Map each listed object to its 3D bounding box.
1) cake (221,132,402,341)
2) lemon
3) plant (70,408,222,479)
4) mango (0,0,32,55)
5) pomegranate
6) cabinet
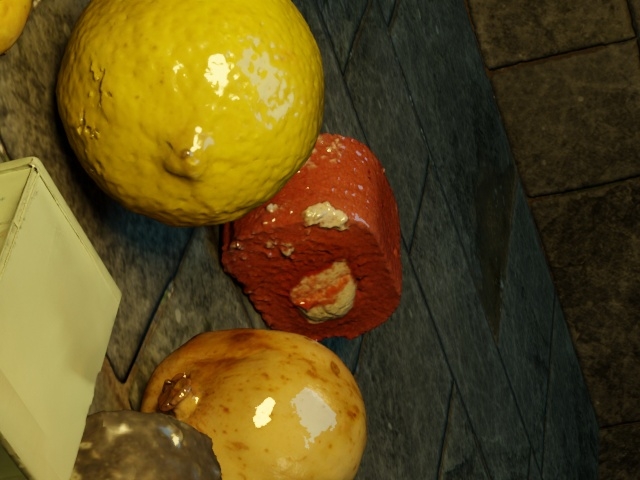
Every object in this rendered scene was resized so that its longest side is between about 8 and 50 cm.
[{"bbox_3d":[0.000,0.000,1.853,0.283,0.177,0.151,58,27,-49],"label":"cake"},{"bbox_3d":[-0.118,-0.139,1.470,0.267,0.267,0.267,-12,90,-72],"label":"lemon"},{"bbox_3d":[-0.152,0.277,1.194,0.199,0.188,0.276,47,35,-56],"label":"plant"},{"bbox_3d":[-0.302,-0.245,1.177,0.167,0.130,0.262,-1,73,-67],"label":"mango"},{"bbox_3d":[-0.072,0.172,1.493,0.215,0.215,0.215,-12,90,-72],"label":"pomegranate"},{"bbox_3d":[-0.250,0.072,1.098,0.206,0.145,0.150,-81,154,-47],"label":"cabinet"}]
